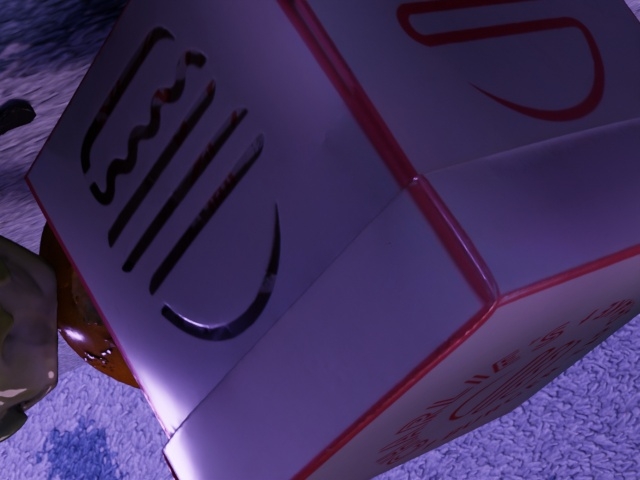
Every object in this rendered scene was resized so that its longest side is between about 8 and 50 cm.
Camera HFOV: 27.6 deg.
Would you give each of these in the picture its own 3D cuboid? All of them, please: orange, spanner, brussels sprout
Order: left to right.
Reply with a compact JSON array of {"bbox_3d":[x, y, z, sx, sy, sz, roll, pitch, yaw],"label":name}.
[{"bbox_3d":[-0.347,0.084,1.139,0.244,0.244,0.244,-21,173,-3],"label":"brussels sprout"},{"bbox_3d":[-0.285,-0.066,1.039,0.046,0.012,0.208,-17,172,-43],"label":"spanner"},{"bbox_3d":[-0.150,0.026,1.253,0.240,0.240,0.240,-21,173,-3],"label":"orange"}]

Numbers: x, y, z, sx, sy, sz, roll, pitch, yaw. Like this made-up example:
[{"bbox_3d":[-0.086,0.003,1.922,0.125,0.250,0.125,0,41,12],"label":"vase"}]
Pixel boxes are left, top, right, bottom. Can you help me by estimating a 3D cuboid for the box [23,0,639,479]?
[{"bbox_3d":[0.041,-0.032,0.856,0.312,0.300,0.314,-15,156,-43],"label":"box"}]
